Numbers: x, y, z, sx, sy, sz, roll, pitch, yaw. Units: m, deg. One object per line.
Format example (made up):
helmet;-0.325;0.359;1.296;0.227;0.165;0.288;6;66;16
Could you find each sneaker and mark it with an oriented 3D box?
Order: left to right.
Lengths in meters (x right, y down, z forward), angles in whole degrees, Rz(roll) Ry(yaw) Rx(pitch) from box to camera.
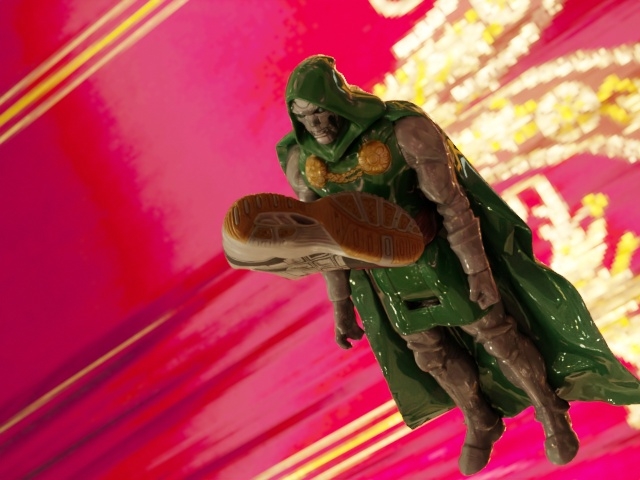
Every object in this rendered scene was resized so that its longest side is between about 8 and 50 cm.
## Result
sneaker;0.000;0.000;0.505;0.083;0.037;0.032;7;-122;-9

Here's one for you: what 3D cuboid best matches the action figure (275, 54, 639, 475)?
action figure;0.046;0.013;0.551;0.232;0.137;0.063;56;-146;-29
